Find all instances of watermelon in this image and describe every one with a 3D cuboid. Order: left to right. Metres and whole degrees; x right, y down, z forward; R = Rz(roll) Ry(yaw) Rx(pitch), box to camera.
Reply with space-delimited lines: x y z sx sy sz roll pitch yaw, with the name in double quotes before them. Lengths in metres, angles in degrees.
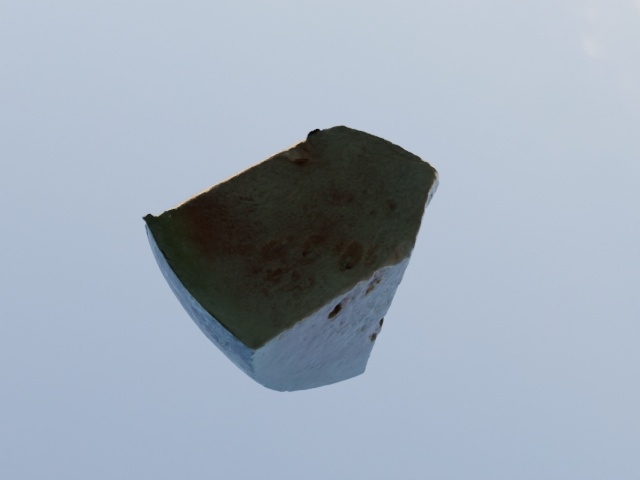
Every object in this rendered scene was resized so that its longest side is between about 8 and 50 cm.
"watermelon" 0.000 0.000 1.563 0.228 0.258 0.387 55 -163 11
